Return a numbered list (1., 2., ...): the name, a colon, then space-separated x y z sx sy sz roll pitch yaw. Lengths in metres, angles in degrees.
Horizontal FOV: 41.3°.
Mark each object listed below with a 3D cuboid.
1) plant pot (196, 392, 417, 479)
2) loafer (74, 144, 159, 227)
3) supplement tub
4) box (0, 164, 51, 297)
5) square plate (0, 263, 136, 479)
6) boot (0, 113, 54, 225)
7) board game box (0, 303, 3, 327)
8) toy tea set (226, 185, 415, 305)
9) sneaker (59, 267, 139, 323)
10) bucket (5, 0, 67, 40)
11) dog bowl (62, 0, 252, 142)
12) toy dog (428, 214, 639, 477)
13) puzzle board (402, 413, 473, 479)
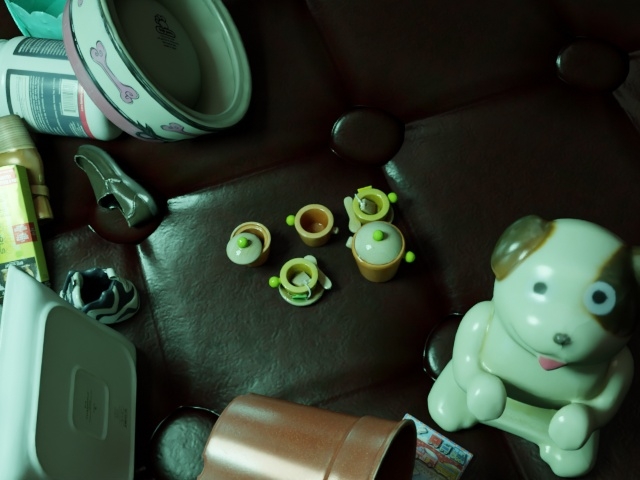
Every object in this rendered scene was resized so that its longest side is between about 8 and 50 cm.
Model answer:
1. plant pot: -0.024 0.360 1.273 0.264 0.272 0.273 14 63 20
2. loafer: -0.410 -0.106 1.646 0.220 0.080 0.078 38 69 22
3. supplement tub: -0.531 -0.307 1.703 0.272 0.191 0.191 7 62 8
4. box: -0.566 -0.017 1.561 0.087 0.058 0.233 -10 91 -2
5. square plate: -0.370 0.252 1.297 0.049 0.344 0.348 -14 60 15
6. boot: -0.654 -0.093 1.656 0.283 0.109 0.220 -22 87 13
7. board game box: -0.575 0.131 1.384 0.303 0.224 0.098 14 68 39
8. toy tea set: 0.000 0.000 1.534 0.335 0.124 0.200 -17 61 -5
9. sneaker: -0.442 0.117 1.484 0.234 0.153 0.094 -21 61 -7
10. bucket: -0.527 -0.522 1.827 0.281 0.183 0.281 -2 61 4
11. dog bowl: -0.316 -0.369 1.628 0.150 0.408 0.408 -24 56 30
12. toy dog: 0.361 0.132 1.274 0.284 0.408 0.395 28 67 17
13. puzzle board: 0.171 0.356 1.390 0.128 0.011 0.096 29 67 19
